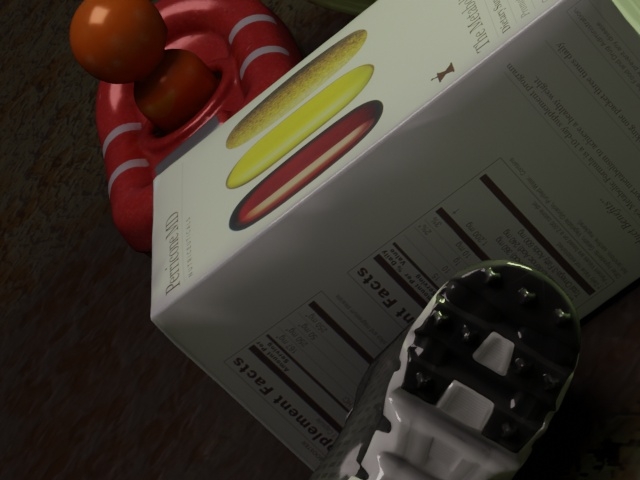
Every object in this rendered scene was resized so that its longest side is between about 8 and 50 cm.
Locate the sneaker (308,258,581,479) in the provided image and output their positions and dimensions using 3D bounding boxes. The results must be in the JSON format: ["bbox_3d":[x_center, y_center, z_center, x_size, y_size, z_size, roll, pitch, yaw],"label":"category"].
[{"bbox_3d":[0.029,0.110,0.791,0.234,0.078,0.106,-58,-1,5],"label":"sneaker"}]

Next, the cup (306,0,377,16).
[{"bbox_3d":[0.055,-0.265,1.099,0.331,0.331,0.237,-13,65,48],"label":"cup"}]

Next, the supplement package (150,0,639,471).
[{"bbox_3d":[0.053,-0.025,0.883,0.244,0.134,0.139,-38,25,15],"label":"supplement package"}]

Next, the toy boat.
[{"bbox_3d":[-0.095,-0.098,1.199,0.151,0.151,0.231,-40,26,9],"label":"toy boat"}]
